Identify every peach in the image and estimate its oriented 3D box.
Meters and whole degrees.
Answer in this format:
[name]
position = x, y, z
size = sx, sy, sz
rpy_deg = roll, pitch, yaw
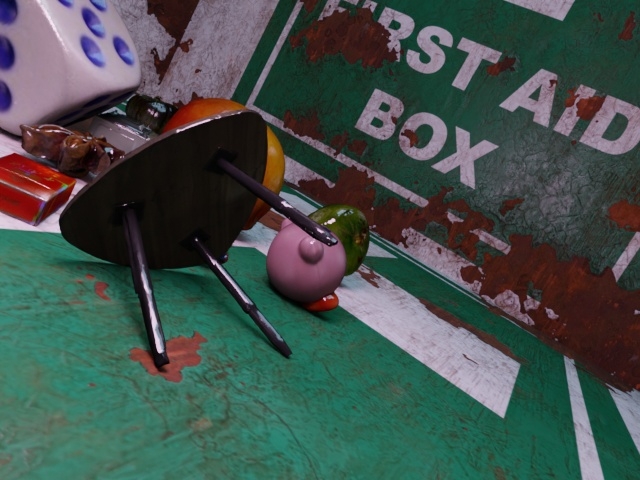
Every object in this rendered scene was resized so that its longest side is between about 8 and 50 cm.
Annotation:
[peach]
position = -0.241, -0.180, 1.273
size = 0.332, 0.308, 0.308
rpy_deg = 61, 14, 5

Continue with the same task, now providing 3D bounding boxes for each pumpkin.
[pumpkin]
position = -0.693, -0.525, 2.165
size = 0.238, 0.159, 0.238
rpy_deg = 26, 14, -7

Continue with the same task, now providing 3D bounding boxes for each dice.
[dice]
position = -0.609, -0.424, 1.154
size = 0.304, 0.277, 0.304
rpy_deg = 63, 14, -15

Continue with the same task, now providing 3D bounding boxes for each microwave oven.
[microwave oven]
position = -0.518, -0.258, 1.350
size = 0.163, 0.129, 0.205
rpy_deg = 27, 9, -18

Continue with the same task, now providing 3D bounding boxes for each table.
[table]
position = -0.153, 0.030, 0.706
size = 0.249, 0.317, 0.317
rpy_deg = 50, 19, 28

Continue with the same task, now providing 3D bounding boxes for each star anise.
[star anise]
position = -0.518, -0.184, 1.082
size = 0.214, 0.098, 0.220
rpy_deg = 18, 8, 28

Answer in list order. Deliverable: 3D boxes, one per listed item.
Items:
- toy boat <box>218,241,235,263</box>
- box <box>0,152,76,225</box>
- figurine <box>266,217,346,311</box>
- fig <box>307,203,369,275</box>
[toy boat]
position = -0.248, -0.006, 1.054
size = 0.219, 0.072, 0.318
rpy_deg = 31, 0, 32
[box]
position = -0.470, -0.087, 0.819
size = 0.112, 0.048, 0.175
rpy_deg = 26, 10, -18
[figurine]
position = -0.029, 0.041, 1.058
size = 0.173, 0.173, 0.173
rpy_deg = 28, 9, -5
[fig]
position = 0.000, 0.000, 1.392
size = 0.235, 0.203, 0.203
rpy_deg = 4, -10, 43
